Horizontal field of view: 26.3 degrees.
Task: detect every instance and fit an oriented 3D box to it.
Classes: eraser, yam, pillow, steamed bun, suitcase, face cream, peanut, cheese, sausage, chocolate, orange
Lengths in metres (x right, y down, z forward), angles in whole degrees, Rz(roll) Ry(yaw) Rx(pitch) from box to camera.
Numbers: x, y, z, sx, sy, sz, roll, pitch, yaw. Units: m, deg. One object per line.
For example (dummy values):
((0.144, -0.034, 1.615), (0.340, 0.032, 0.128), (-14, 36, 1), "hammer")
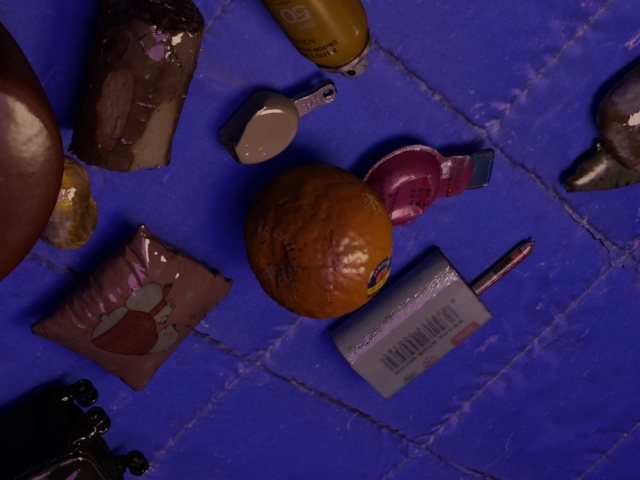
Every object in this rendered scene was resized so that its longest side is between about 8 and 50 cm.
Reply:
((0.150, 0.137, 2.224), (0.227, 0.081, 0.174), (-38, 126, 7), "eraser")
((-0.222, -0.197, 1.671), (0.128, 0.129, 0.238), (21, 123, 1), "yam")
((-0.260, 0.096, 1.943), (0.236, 0.084, 0.223), (-47, 134, 11), "pillow")
((0.503, -0.131, 2.222), (0.241, 0.051, 0.093), (-11, 126, -19), "pillow")
((-0.443, -0.074, 1.561), (0.248, 0.235, 0.379), (24, 112, -41), "steamed bun")
((-0.470, 0.416, 2.032), (0.434, 0.194, 0.283), (-27, 137, -4), "suitcase")
((-0.029, -0.321, 1.685), (0.105, 0.105, 0.348), (-37, 138, 3), "face cream")
((-0.329, -0.046, 1.736), (0.087, 0.087, 0.206), (-23, 164, -11), "peanut")
((-0.059, -0.170, 1.847), (0.171, 0.047, 0.092), (-41, 140, 9), "cheese")
((0.282, 0.062, 2.284), (0.198, 0.025, 0.028), (-41, 106, 7), "sausage")
((0.150, -0.087, 2.040), (0.244, 0.062, 0.155), (-15, 135, -21), "cheese")
((0.554, -0.217, 2.118), (0.254, 0.080, 0.157), (-40, 128, -1), "chocolate")
((0.000, -0.001, 1.918), (0.193, 0.219, 0.219), (-53, 156, -44), "orange")
